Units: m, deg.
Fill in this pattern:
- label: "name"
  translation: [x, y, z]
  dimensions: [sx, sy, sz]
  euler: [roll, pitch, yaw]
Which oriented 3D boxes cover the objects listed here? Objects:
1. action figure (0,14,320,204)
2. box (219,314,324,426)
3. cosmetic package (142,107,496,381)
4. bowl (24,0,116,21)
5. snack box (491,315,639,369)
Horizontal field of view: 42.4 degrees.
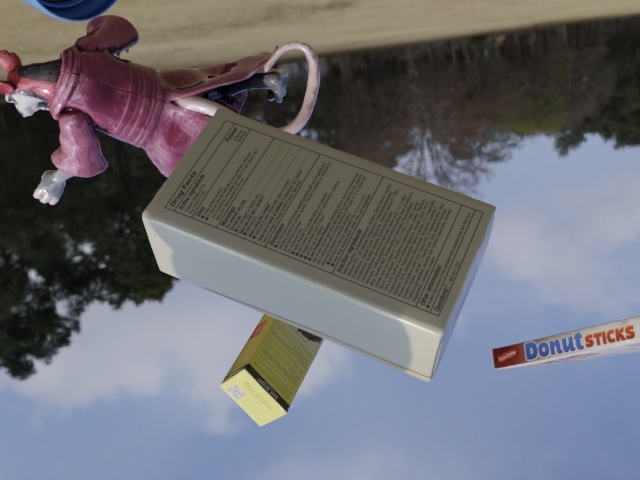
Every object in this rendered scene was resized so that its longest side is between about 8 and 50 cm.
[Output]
- label: "action figure"
  translation: [-0.228, -0.159, 1.041]
  dimensions: [0.370, 0.247, 0.276]
  euler: [9, 176, -33]
- label: "box"
  translation: [-0.050, 0.143, 1.150]
  dimensions: [0.058, 0.087, 0.232]
  euler: [-33, -163, 36]
- label: "cosmetic package"
  translation: [0.000, 0.000, 0.833]
  dimensions: [0.310, 0.113, 0.160]
  euler: [22, -121, 15]
- label: "bowl"
  translation: [-0.502, -0.636, 1.635]
  dimensions: [0.077, 0.390, 0.391]
  euler: [16, -158, 21]
- label: "snack box"
  translation: [0.222, 0.087, 0.681]
  dimensions: [0.064, 0.022, 0.178]
  euler: [3, 164, -27]
